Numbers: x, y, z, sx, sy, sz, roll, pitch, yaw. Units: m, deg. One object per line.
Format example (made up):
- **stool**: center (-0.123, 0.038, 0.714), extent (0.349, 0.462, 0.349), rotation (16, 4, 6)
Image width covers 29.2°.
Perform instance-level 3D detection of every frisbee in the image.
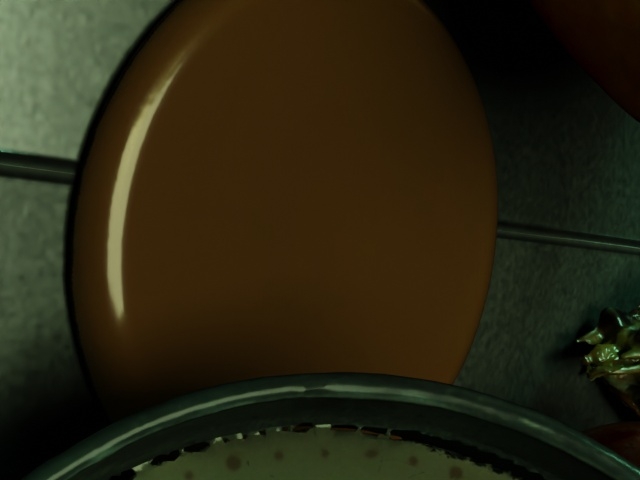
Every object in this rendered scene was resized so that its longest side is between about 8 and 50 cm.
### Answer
- **frisbee**: center (0.000, 0.000, 0.539), extent (0.251, 0.021, 0.250), rotation (-9, 103, -42)

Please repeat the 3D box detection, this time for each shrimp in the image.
- **shrimp**: center (0.240, 0.081, 0.765), extent (0.267, 0.061, 0.145), rotation (6, 102, -47)

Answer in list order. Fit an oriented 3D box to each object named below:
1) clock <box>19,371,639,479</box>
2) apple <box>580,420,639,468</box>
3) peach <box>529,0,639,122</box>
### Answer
- **clock**: center (0.016, 0.225, 0.384), extent (0.386, 0.076, 0.386), rotation (7, 61, -13)
- **apple**: center (0.188, 0.208, 0.616), extent (0.234, 0.234, 0.234), rotation (-9, 103, -44)
- **peach**: center (0.253, -0.211, 0.521), extent (0.388, 0.388, 0.388), rotation (-9, 103, -44)
